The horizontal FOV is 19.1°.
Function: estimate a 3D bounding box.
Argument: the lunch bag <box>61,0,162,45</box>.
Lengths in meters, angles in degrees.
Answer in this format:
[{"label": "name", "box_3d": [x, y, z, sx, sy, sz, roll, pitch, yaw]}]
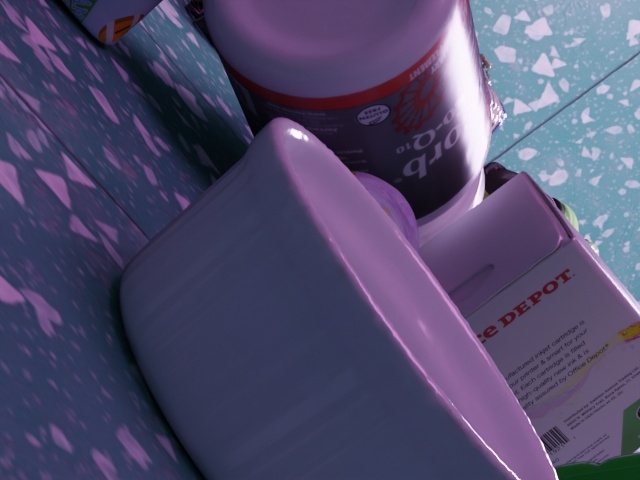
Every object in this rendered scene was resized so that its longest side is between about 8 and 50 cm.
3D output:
[{"label": "lunch bag", "box_3d": [-0.210, -0.302, 1.486, 0.303, 0.115, 0.243, 48, 16, -23]}]

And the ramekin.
[{"label": "ramekin", "box_3d": [0.007, 0.077, 1.100, 0.277, 0.135, 0.277, 52, 10, -13]}]

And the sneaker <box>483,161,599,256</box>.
[{"label": "sneaker", "box_3d": [0.241, 0.010, 2.532, 0.202, 0.185, 0.483, 35, 8, -4]}]

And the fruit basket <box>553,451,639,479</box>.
[{"label": "fruit basket", "box_3d": [0.334, 0.281, 1.525, 0.353, 0.327, 0.165, 49, 37, -48]}]

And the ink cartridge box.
[{"label": "ink cartridge box", "box_3d": [0.192, 0.099, 1.729, 0.278, 0.201, 0.117, 45, 12, -39]}]

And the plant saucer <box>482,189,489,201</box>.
[{"label": "plant saucer", "box_3d": [0.087, -0.037, 1.962, 0.188, 0.045, 0.188, -11, -55, 52]}]

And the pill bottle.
[{"label": "pill bottle", "box_3d": [0.038, -0.131, 1.635, 0.210, 0.210, 0.363, 59, -4, 29]}]

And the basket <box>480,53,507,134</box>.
[{"label": "basket", "box_3d": [0.085, -0.198, 2.305, 0.255, 0.201, 0.289, 55, 24, 18]}]

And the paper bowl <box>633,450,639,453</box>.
[{"label": "paper bowl", "box_3d": [0.264, 0.145, 2.102, 0.284, 0.148, 0.284, 53, 9, -12]}]

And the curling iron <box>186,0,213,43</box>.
[{"label": "curling iron", "box_3d": [-0.154, -0.303, 2.009, 0.274, 0.035, 0.068, 58, 10, 26]}]

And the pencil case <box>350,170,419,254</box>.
[{"label": "pencil case", "box_3d": [0.000, 0.000, 1.421, 0.124, 0.113, 0.273, 46, 8, 6]}]
